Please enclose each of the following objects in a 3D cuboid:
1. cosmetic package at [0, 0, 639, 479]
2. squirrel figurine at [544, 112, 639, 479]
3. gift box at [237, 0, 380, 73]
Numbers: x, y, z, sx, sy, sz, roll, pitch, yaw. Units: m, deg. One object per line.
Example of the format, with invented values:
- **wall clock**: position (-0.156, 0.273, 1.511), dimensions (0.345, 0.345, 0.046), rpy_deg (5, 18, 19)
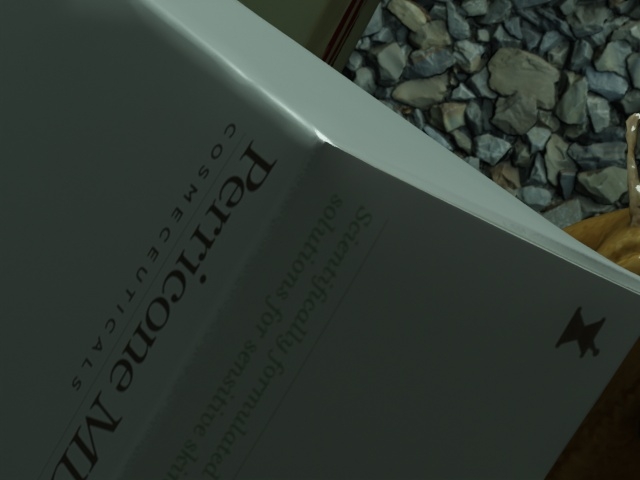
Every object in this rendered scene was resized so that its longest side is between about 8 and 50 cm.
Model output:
- **cosmetic package**: position (-0.082, -0.004, 0.542), dimensions (0.155, 0.197, 0.365), rpy_deg (23, 11, -39)
- **squirrel figurine**: position (0.193, 0.070, 0.808), dimensions (0.370, 0.397, 0.281), rpy_deg (-18, 76, -34)
- **gift box**: position (-0.116, -0.161, 1.107), dimensions (0.255, 0.258, 0.276), rpy_deg (35, 29, 10)
